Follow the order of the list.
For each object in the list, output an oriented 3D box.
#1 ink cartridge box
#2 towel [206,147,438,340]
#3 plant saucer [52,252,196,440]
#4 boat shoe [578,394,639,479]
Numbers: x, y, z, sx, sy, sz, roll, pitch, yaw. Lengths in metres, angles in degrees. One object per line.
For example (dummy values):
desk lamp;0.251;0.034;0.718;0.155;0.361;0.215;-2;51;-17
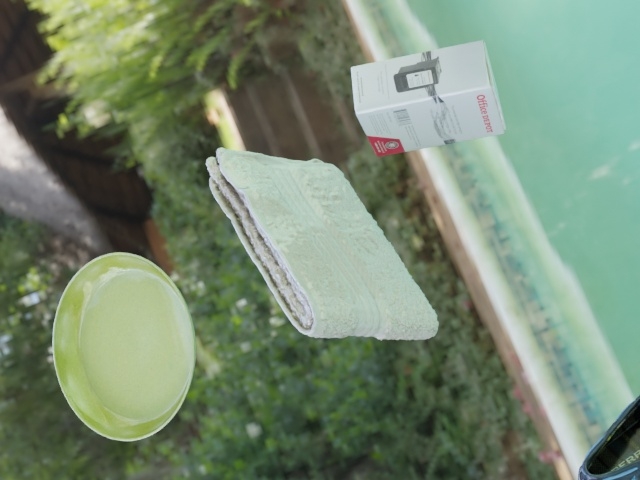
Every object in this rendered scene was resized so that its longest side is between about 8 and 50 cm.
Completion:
ink cartridge box;0.120;-0.153;1.451;0.109;0.150;0.063;58;-156;-62
towel;0.000;0.000;1.437;0.187;0.049;0.282;4;-141;-40
plant saucer;-0.246;0.135;1.703;0.037;0.241;0.241;0;-116;-56
boat shoe;0.397;0.203;1.478;0.109;0.258;0.089;38;168;33
